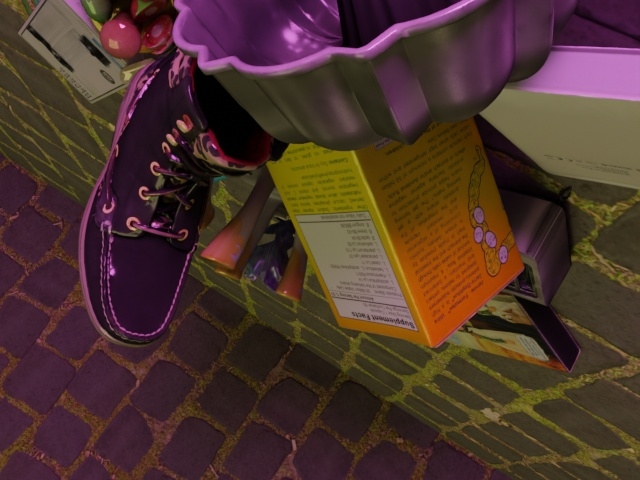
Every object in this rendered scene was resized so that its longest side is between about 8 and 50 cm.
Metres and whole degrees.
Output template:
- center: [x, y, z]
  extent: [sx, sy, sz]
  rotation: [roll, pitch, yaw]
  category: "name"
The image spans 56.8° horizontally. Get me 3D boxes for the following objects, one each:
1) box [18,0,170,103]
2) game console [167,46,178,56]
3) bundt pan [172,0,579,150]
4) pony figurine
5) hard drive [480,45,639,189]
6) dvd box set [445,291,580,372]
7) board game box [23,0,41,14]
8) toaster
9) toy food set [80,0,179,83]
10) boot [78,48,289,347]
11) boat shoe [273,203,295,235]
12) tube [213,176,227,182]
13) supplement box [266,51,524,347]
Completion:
- center: [-0.361, -0.322, 0.941]
  extent: [0.169, 0.087, 0.290]
  rotation: [47, 159, -29]
  category: "box"
- center: [-0.250, -0.317, 0.966]
  extent: [0.213, 0.044, 0.361]
  rotation: [16, 152, 46]
  category: "game console"
- center: [0.052, -0.197, 0.480]
  extent: [0.331, 0.331, 0.124]
  rotation: [18, 153, 38]
  category: "bundt pan"
- center: [-0.042, -0.101, 0.926]
  extent: [0.303, 0.363, 0.351]
  rotation: [11, 166, 33]
  category: "pony figurine"
- center: [0.273, -0.105, 0.575]
  extent: [0.203, 0.040, 0.307]
  rotation: [18, -179, 38]
  category: "hard drive"
- center: [0.287, 0.132, 1.254]
  extent: [0.420, 0.062, 0.307]
  rotation: [6, 145, 52]
  category: "dvd box set"
- center: [-0.492, -0.470, 1.123]
  extent: [0.213, 0.046, 0.317]
  rotation: [33, 160, 5]
  category: "board game box"
- center: [0.281, 0.000, 0.896]
  extent: [0.168, 0.110, 0.186]
  rotation: [18, 154, 36]
  category: "toaster"
- center: [-0.240, -0.294, 0.748]
  extent: [0.128, 0.071, 0.218]
  rotation: [-9, 130, 3]
  category: "toy food set"
- center: [-0.156, -0.069, 0.664]
  extent: [0.138, 0.377, 0.284]
  rotation: [18, 163, -31]
  category: "boot"
- center: [-0.003, -0.001, 1.350]
  extent: [0.109, 0.091, 0.305]
  rotation: [21, 158, 48]
  category: "boat shoe"
- center: [-0.245, -0.173, 1.418]
  extent: [0.080, 0.052, 0.207]
  rotation: [38, 155, -24]
  category: "tube"
- center: [0.079, -0.074, 0.754]
  extent: [0.194, 0.195, 0.356]
  rotation: [2, 120, 56]
  category: "supplement box"
